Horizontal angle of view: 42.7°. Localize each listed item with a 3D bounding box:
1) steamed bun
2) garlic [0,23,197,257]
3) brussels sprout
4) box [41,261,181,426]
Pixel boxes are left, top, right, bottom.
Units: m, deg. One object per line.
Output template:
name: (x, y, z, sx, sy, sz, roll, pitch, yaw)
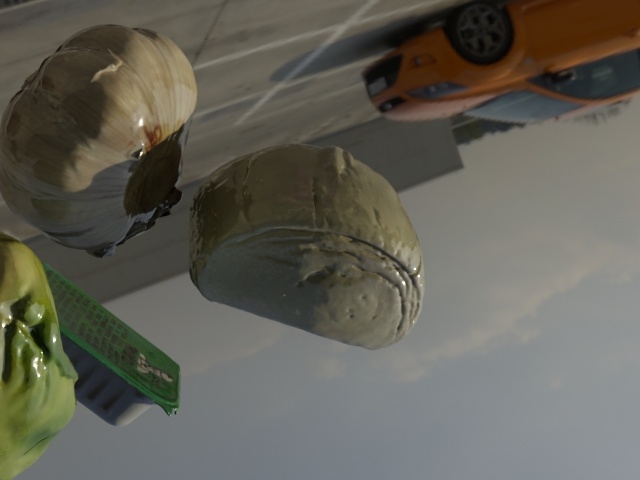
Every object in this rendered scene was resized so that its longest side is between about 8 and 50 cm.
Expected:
steamed bun: (0.005, -0.002, 1.220, 0.236, 0.383, 0.247, -54, -149, 29)
garlic: (-0.298, -0.140, 1.106, 0.241, 0.322, 0.322, 7, -175, 1)
brussels sprout: (-0.376, 0.117, 0.849, 0.227, 0.259, 0.294, -27, 153, -33)
box: (-0.397, 0.191, 1.391, 0.106, 0.337, 0.264, -48, -167, 2)
